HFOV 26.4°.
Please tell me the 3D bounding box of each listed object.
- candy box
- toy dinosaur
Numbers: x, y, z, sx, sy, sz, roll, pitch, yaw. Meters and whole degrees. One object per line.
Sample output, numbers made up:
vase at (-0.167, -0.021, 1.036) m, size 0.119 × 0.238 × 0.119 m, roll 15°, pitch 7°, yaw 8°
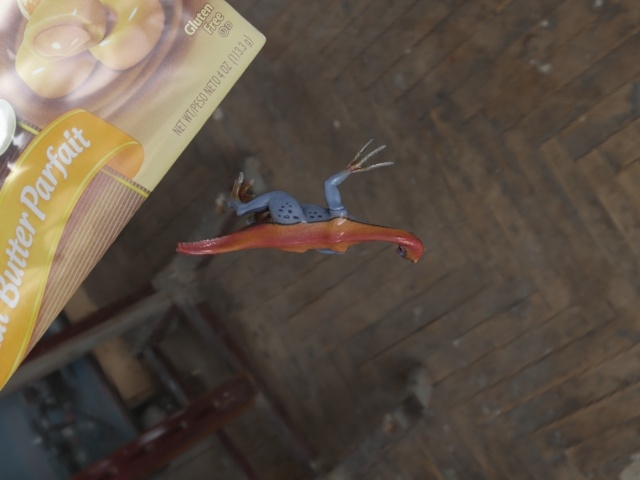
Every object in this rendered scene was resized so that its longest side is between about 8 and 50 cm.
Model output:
candy box at (-0.200, -0.059, 0.831) m, size 0.183 × 0.316 × 0.087 m, roll 40°, pitch 163°, yaw -15°
toy dinosaur at (0.000, 0.000, 0.589) m, size 0.082 × 0.090 × 0.047 m, roll 24°, pitch 148°, yaw 34°
